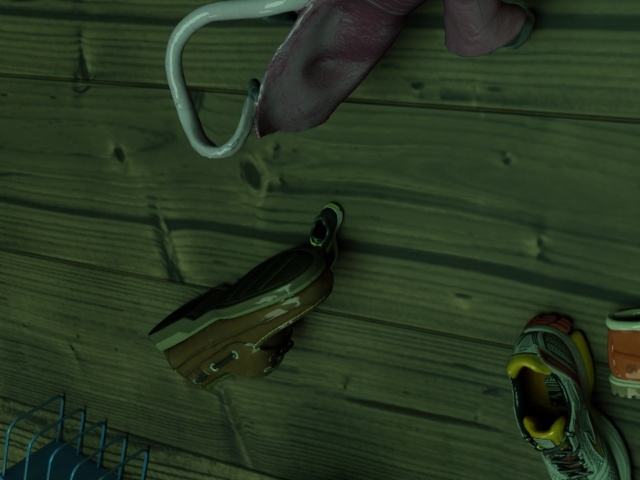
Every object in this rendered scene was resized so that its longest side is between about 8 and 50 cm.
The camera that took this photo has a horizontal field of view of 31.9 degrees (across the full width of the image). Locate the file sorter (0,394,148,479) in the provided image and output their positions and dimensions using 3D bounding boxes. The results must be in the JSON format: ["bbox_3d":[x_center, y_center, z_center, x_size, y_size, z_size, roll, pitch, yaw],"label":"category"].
[{"bbox_3d":[-0.337,0.307,1.534,0.170,0.118,0.104,27,121,23],"label":"file sorter"}]

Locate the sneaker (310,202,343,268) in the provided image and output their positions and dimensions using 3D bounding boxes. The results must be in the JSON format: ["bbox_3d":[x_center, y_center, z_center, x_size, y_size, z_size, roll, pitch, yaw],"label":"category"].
[{"bbox_3d":[0.000,0.000,1.209,0.031,0.035,0.083,22,122,26],"label":"sneaker"}]

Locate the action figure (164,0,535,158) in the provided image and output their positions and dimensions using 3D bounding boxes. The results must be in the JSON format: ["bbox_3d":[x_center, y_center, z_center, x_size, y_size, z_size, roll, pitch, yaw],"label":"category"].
[{"bbox_3d":[0.045,-0.248,0.929,0.370,0.276,0.248,-22,91,53],"label":"action figure"}]

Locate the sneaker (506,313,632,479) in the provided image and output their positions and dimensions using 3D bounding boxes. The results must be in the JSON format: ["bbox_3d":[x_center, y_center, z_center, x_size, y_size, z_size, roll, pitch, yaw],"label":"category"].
[{"bbox_3d":[0.234,0.191,1.097,0.088,0.093,0.225,-16,102,39],"label":"sneaker"}]

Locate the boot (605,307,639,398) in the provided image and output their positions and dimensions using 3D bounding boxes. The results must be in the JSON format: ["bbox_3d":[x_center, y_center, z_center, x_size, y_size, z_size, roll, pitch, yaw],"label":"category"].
[{"bbox_3d":[0.332,0.099,1.012,0.158,0.059,0.084,-4,104,37],"label":"boot"}]

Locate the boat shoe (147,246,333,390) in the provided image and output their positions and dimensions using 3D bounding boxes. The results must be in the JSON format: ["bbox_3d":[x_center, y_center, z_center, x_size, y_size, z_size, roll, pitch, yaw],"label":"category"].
[{"bbox_3d":[-0.072,0.095,1.266,0.307,0.111,0.104,-24,104,51],"label":"boat shoe"}]
